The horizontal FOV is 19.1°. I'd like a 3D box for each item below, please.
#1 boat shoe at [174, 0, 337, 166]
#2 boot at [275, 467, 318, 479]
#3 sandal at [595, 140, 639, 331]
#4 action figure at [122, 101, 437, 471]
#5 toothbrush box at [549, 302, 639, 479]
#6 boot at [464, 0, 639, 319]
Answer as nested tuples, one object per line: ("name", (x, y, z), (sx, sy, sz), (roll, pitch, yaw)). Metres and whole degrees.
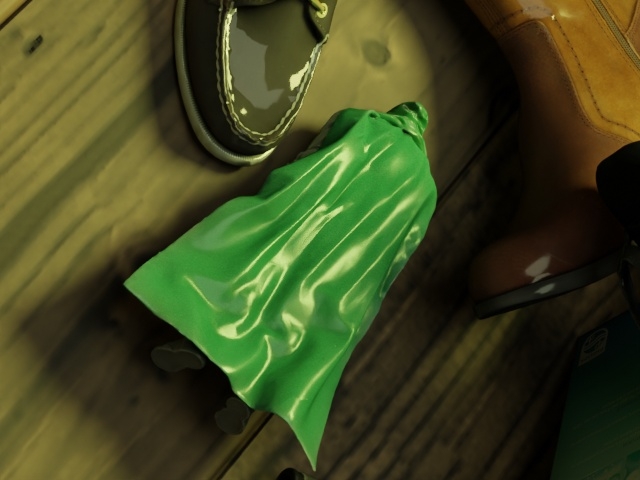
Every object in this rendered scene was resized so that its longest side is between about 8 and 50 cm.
("boat shoe", (-0.025, -0.155, 1.040), (0.081, 0.068, 0.228), (15, 73, -29))
("boot", (0.047, 0.240, 0.999), (0.161, 0.083, 0.246), (2, 63, -28))
("sandal", (0.203, 0.049, 0.959), (0.054, 0.097, 0.254), (-23, 58, -9))
("action figure", (0.000, 0.000, 1.030), (0.137, 0.063, 0.232), (48, 53, -13))
("toothbrush box", (0.236, 0.188, 1.043), (0.216, 0.126, 0.295), (42, 37, -19))
("boot", (0.111, -0.120, 1.097), (0.264, 0.096, 0.280), (-37, 100, -35))
